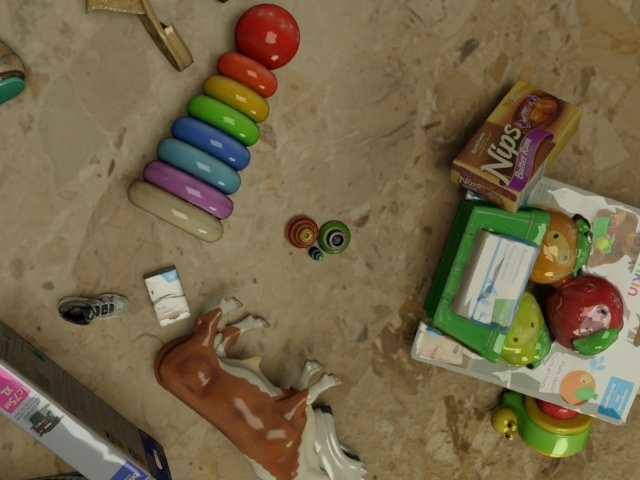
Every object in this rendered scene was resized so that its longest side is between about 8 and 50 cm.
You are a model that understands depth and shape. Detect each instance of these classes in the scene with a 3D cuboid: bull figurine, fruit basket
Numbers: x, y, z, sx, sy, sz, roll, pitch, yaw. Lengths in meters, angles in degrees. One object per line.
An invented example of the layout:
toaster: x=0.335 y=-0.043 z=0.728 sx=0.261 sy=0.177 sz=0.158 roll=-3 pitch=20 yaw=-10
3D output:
bull figurine: x=-0.087 y=0.228 z=1.328 sx=0.310 sy=0.101 sz=0.188 roll=38 pitch=85 yaw=-1
fruit basket: x=0.349 y=0.081 z=1.386 sx=0.353 sy=0.165 sz=0.327 roll=20 pitch=96 yaw=2

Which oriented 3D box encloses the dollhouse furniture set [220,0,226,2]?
dollhouse furniture set: x=-0.167 y=-0.386 z=1.228 sx=0.152 sy=0.076 sz=0.058 roll=35 pitch=78 yaw=-20

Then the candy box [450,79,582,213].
candy box: x=0.284 y=-0.138 z=1.348 sx=0.109 sy=0.053 sz=0.186 roll=31 pitch=65 yaw=21

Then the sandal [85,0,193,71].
sandal: x=-0.265 y=-0.308 z=1.206 sx=0.079 sy=0.088 sz=0.240 roll=-39 pitch=113 yaw=-11

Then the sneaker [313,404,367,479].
sneaker: x=0.034 y=0.372 z=1.423 sx=0.091 sy=0.094 sz=0.258 roll=-26 pitch=106 yaw=-4

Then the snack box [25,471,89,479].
snack box: x=-0.436 y=0.393 z=1.253 sx=0.322 sy=0.187 sz=0.060 roll=-6 pitch=103 yaw=-14

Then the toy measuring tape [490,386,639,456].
toy measuring tape: x=0.434 y=0.284 z=1.494 sx=0.330 sy=0.121 sz=0.121 roll=-4 pitch=102 yaw=-14

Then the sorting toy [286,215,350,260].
sorting toy: x=0.000 y=0.000 z=1.364 sx=0.102 sy=0.042 sz=0.061 roll=9 pitch=99 yaw=-17

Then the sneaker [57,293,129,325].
sneaker: x=-0.314 y=0.100 z=1.287 sx=0.098 sy=0.069 sz=0.038 roll=-5 pitch=103 yaw=-14

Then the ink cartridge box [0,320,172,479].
ink cartridge box: x=-0.333 y=0.241 z=1.249 sx=0.311 sy=0.186 sz=0.065 roll=41 pitch=86 yaw=-19

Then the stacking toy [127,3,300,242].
stacking toy: x=-0.128 y=-0.169 z=1.262 sx=0.141 sy=0.141 sz=0.330 roll=29 pitch=86 yaw=-18

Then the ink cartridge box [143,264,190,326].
ink cartridge box: x=-0.218 y=0.083 z=1.330 sx=0.048 sy=0.028 sz=0.083 roll=-19 pitch=106 yaw=-10

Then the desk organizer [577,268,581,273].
desk organizer: x=0.467 y=0.029 z=1.491 sx=0.130 sy=0.050 sz=0.047 roll=-15 pitch=105 yaw=-12

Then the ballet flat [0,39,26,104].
ballet flat: x=-0.528 y=-0.167 z=1.171 sx=0.316 sy=0.107 sz=0.106 roll=-32 pitch=87 yaw=-12
